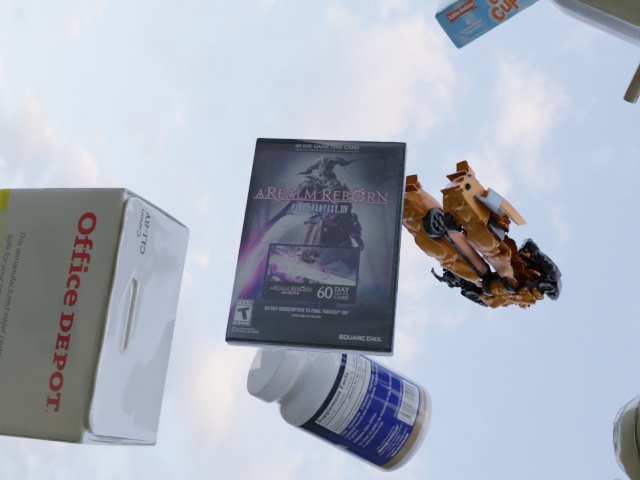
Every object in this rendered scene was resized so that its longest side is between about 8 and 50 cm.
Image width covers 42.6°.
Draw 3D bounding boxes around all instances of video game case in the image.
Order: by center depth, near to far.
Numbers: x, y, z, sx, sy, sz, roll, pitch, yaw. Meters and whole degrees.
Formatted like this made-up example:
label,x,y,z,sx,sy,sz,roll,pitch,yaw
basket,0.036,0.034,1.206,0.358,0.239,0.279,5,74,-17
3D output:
label,x,y,z,sx,sy,sz,roll,pitch,yaw
video game case,0.000,0.000,0.995,0.196,0.026,0.274,3,-113,8

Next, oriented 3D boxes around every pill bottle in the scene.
label,x,y,z,sx,sy,sz,roll,pitch,yaw
pill bottle,0.028,0.237,1.267,0.153,0.264,0.153,-51,-161,25

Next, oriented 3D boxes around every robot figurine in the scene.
label,x,y,z,sx,sy,sz,roll,pitch,yaw
robot figurine,0.251,0.006,1.276,0.211,0.291,0.085,-11,-135,47

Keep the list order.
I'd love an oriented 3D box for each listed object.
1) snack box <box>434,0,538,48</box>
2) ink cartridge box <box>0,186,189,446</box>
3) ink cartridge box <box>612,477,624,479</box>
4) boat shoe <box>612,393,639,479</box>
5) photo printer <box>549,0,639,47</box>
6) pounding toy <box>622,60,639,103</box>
label,x,y,z,sx,sy,sz,roll,pitch,yaw
snack box,0.297,-0.372,1.005,0.321,0.187,0.060,-28,-67,30
ink cartridge box,-0.374,0.091,0.985,0.384,0.160,0.279,1,-104,20
ink cartridge box,0.280,0.406,0.836,0.114,0.197,0.273,27,-113,21
boat shoe,0.318,0.160,0.603,0.103,0.302,0.113,-21,-120,60
photo printer,0.312,-0.247,0.584,0.307,0.107,0.256,32,-68,24
pounding toy,0.415,-0.176,0.803,0.237,0.110,0.183,-103,-165,-59
